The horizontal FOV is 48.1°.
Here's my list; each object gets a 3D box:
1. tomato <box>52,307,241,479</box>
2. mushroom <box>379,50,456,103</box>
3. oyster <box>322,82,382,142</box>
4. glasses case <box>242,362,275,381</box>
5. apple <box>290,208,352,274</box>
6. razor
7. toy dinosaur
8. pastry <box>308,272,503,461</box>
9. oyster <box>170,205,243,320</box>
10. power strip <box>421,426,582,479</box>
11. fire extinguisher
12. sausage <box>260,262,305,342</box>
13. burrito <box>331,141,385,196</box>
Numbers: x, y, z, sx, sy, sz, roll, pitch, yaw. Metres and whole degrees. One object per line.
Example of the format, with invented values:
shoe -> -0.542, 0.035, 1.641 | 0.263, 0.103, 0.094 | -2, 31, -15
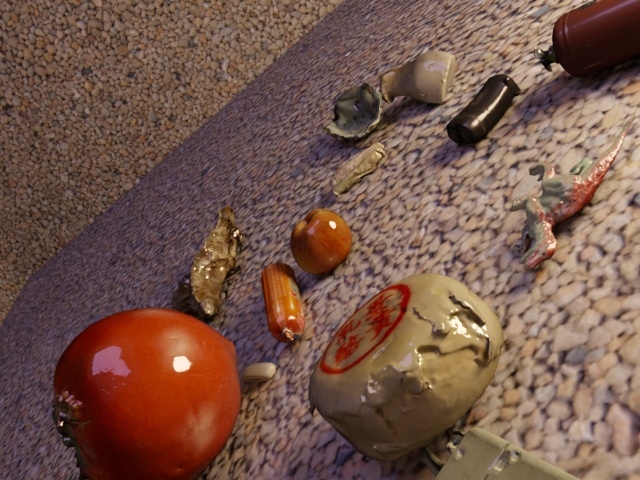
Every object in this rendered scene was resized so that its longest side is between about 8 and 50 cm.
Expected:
tomato -> -0.279, 0.260, 1.192 | 0.321, 0.321, 0.321 | -36, 25, 20
mushroom -> 0.215, -0.367, 1.609 | 0.225, 0.093, 0.116 | 16, 86, 47
oyster -> 0.078, -0.295, 1.751 | 0.252, 0.087, 0.199 | -45, 37, 51
glasses case -> -0.110, 0.234, 1.272 | 0.083, 0.021, 0.032 | -16, 37, 48
apple -> -0.001, 0.002, 1.374 | 0.126, 0.102, 0.126 | -37, 25, 20
razor -> 0.304, -0.244, 1.339 | 0.148, 0.054, 0.090 | -48, 24, -10
toy dinosaur -> 0.353, -0.073, 0.984 | 0.242, 0.053, 0.167 | -38, 26, 15
pastry -> 0.103, 0.151, 0.884 | 0.265, 0.133, 0.265 | -39, 15, 12
oyster -> -0.273, 0.089, 1.710 | 0.204, 0.111, 0.396 | -51, 18, 33
power strip -> 0.193, 0.256, 0.703 | 0.093, 0.053, 0.288 | -52, 24, -12
fire extinguisher -> 0.487, -0.342, 1.144 | 0.337, 0.135, 0.114 | -16, 79, 47
sausage -> -0.069, 0.121, 1.331 | 0.071, 0.071, 0.234 | -41, 24, 10
burrito -> 0.081, -0.159, 1.578 | 0.149, 0.041, 0.055 | -38, 38, 15
